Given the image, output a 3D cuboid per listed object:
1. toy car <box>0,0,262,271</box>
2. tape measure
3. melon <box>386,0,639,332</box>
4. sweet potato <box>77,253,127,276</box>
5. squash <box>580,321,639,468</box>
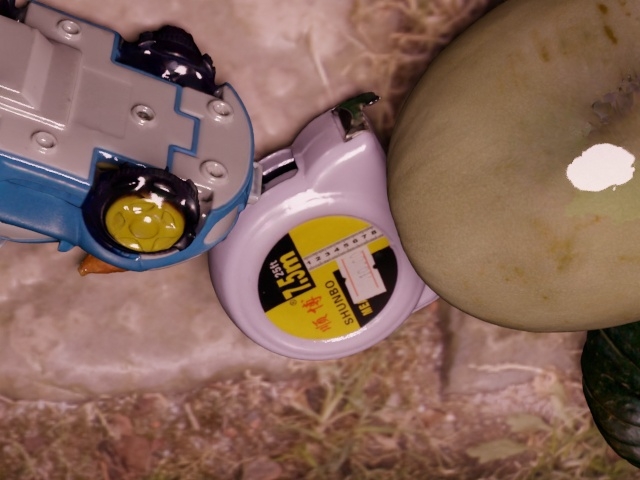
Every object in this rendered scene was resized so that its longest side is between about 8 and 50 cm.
[{"bbox_3d":[-0.199,-0.069,1.107,0.314,0.198,0.166,18,133,-17],"label":"toy car"},{"bbox_3d":[-0.004,-0.001,1.221,0.178,0.105,0.196,-23,123,0],"label":"tape measure"},{"bbox_3d":[0.199,-0.063,1.105,0.308,0.272,0.272,-46,117,2],"label":"melon"},{"bbox_3d":[-0.152,0.007,1.247,0.095,0.034,0.034,-15,123,-9],"label":"sweet potato"},{"bbox_3d":[0.320,0.103,1.271,0.218,0.172,0.218,-15,117,-31],"label":"squash"}]
